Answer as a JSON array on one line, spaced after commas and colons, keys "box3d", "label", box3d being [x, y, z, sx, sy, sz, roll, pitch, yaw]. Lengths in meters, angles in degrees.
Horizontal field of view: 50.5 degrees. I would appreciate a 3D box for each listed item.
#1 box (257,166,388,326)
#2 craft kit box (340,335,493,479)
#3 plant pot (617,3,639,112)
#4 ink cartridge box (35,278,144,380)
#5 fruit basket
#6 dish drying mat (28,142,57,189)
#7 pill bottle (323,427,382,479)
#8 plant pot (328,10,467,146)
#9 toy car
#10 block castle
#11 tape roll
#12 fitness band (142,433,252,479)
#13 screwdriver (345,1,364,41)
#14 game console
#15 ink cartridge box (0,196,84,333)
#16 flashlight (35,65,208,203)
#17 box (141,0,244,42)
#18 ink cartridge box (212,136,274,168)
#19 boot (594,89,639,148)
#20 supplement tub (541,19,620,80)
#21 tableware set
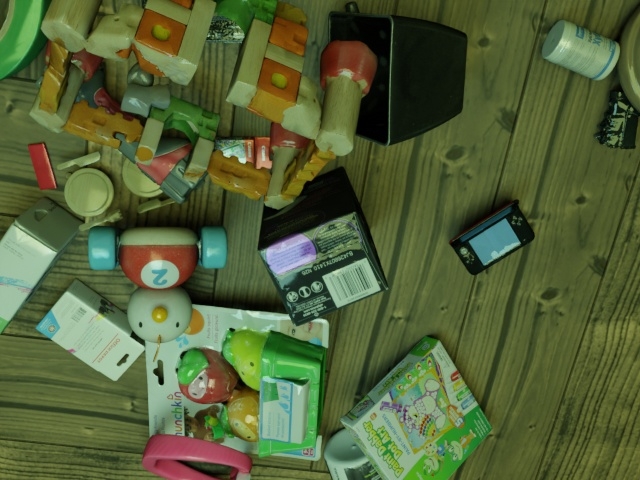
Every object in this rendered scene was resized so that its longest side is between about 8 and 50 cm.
[{"box3d": [0.000, 0.000, 1.137, 0.165, 0.270, 0.143, -22, 110, 6], "label": "box"}, {"box3d": [0.196, 0.363, 1.339, 0.246, 0.061, 0.250, -40, 110, -18], "label": "craft kit box"}, {"box3d": [0.619, -0.305, 1.102, 0.237, 0.110, 0.237, -1, 96, -5], "label": "plant pot"}, {"box3d": [-0.431, 0.173, 1.299, 0.181, 0.061, 0.104, 40, 105, -15], "label": "ink cartridge box"}, {"box3d": [-0.166, 0.280, 1.299, 0.353, 0.165, 0.327, 4, 111, 0], "label": "fruit basket"}, {"box3d": [-0.495, -0.132, 1.209, 0.032, 0.008, 0.083, -7, 112, 1], "label": "dish drying mat"}, {"box3d": [0.099, 0.520, 1.415, 0.130, 0.130, 0.246, -16, 110, 4], "label": "pill bottle"}, {"box3d": [0.128, -0.269, 1.086, 0.167, 0.187, 0.188, -12, 114, -26], "label": "plant pot"}, {"box3d": [-0.276, 0.094, 1.167, 0.219, 0.210, 0.238, -1, 90, -13], "label": "toy car"}, {"box3d": [-0.172, -0.246, 0.996, 0.453, 0.213, 0.303, 19, 153, -18], "label": "block castle"}, {"box3d": [-0.588, -0.402, 1.066, 0.321, 0.077, 0.321, -1, 111, -2], "label": "tape roll"}, {"box3d": [-0.244, 0.441, 1.328, 0.209, 0.054, 0.291, 17, 150, -8], "label": "fitness band"}, {"box3d": [0.071, -0.321, 1.155, 0.025, 0.024, 0.170, 1, 122, 29], "label": "screwdriver"}, {"box3d": [0.318, -0.002, 1.248, 0.144, 0.085, 0.124, -33, 108, 10], "label": "game console"}, {"box3d": [-0.529, 0.045, 1.196, 0.093, 0.154, 0.212, 35, 106, -14], "label": "ink cartridge box"}, {"box3d": [-0.315, -0.195, 1.132, 0.304, 0.103, 0.103, 44, 123, -6], "label": "flashlight"}, {"box3d": [-0.191, -0.393, 1.082, 0.180, 0.077, 0.147, -1, 111, -2], "label": "box"}, {"box3d": [-0.136, -0.151, 1.203, 0.115, 0.029, 0.063, -1, 111, -2], "label": "ink cartridge box"}, {"box3d": [0.555, -0.211, 1.199, 0.121, 0.045, 0.099, 5, 109, 2], "label": "boot"}, {"box3d": [0.437, -0.319, 1.139, 0.107, 0.071, 0.071, 19, 109, -10], "label": "supplement tub"}, {"box3d": [-0.357, -0.104, 1.208, 0.194, 0.039, 0.128, -18, 95, -1], "label": "tableware set"}]
